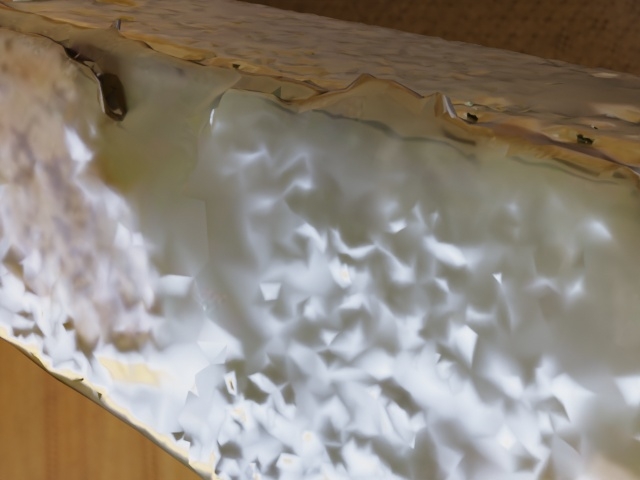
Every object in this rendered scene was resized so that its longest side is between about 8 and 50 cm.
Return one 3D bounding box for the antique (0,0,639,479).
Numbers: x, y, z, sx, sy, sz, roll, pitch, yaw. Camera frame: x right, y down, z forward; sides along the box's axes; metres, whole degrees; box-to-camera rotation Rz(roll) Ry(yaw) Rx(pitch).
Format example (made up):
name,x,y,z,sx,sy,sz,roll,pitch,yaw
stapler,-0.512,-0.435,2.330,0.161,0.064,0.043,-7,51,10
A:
name,x,y,z,sx,sy,sz,roll,pitch,yaw
antique,0.000,0.000,0.453,0.284,0.150,0.125,24,21,25
